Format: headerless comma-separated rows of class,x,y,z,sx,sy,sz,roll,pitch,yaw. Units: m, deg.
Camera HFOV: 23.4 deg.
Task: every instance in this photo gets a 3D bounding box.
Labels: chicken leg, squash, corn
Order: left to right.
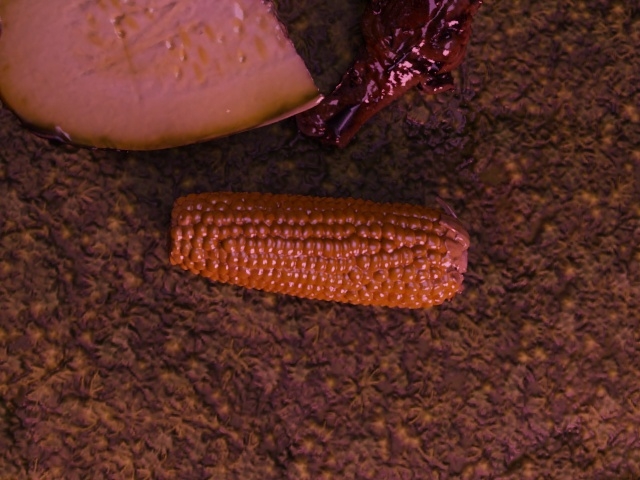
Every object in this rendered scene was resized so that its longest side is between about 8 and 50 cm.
squash,-0.156,-0.159,1.268,0.155,0.204,0.237,-32,93,-36
corn,0.000,0.005,1.319,0.260,0.091,0.091,7,66,-7
chicken leg,0.064,-0.161,1.359,0.125,0.080,0.196,23,88,1
